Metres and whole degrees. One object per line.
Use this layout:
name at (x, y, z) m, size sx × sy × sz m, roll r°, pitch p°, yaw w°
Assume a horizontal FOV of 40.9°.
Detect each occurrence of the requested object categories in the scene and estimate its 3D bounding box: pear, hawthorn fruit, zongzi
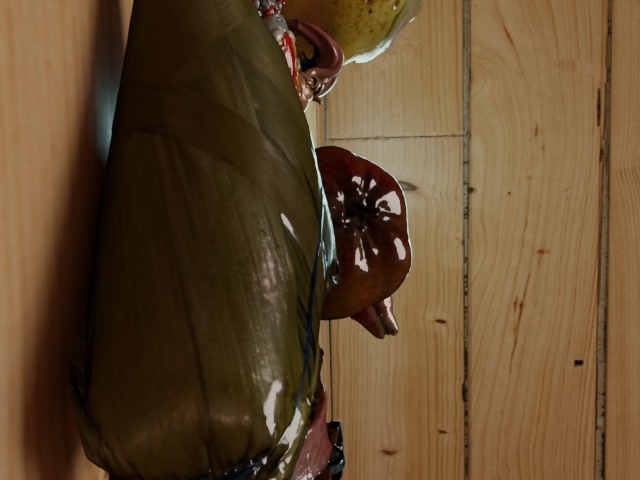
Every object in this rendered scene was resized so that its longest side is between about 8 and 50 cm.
pear at (0.025, -0.403, 1.353) m, size 0.271 × 0.271 × 0.271 m, roll -1°, pitch 90°, yaw -87°
hawthorn fruit at (0.000, 0.000, 1.079) m, size 0.248 × 0.208 × 0.208 m, roll 145°, pitch -53°, yaw -65°
zongzi at (-0.072, -0.041, 0.435) m, size 0.260 × 0.122 × 0.289 m, roll -78°, pitch 157°, yaw -65°

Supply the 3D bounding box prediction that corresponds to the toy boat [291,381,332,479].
toy boat at (-0.061, 0.122, 0.940) m, size 0.206 × 0.096 × 0.282 m, roll -31°, pitch 111°, yaw -70°

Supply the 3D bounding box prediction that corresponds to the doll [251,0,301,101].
doll at (-0.065, -0.254, 1.098) m, size 0.109 × 0.057 × 0.169 m, roll -16°, pitch 96°, yaw -59°

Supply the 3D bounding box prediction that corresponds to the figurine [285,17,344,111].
figurine at (-0.030, -0.232, 1.219) m, size 0.114 × 0.126 × 0.157 m, roll 37°, pitch 43°, yaw -44°

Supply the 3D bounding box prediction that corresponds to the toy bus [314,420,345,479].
toy bus at (-0.028, 0.315, 1.032) m, size 0.201 × 0.114 × 0.098 m, roll -77°, pitch 166°, yaw -57°

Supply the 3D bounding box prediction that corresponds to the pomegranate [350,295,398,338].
pomegranate at (0.043, 0.041, 1.308) m, size 0.248 × 0.214 × 0.214 m, roll 57°, pitch 4°, yaw 0°
